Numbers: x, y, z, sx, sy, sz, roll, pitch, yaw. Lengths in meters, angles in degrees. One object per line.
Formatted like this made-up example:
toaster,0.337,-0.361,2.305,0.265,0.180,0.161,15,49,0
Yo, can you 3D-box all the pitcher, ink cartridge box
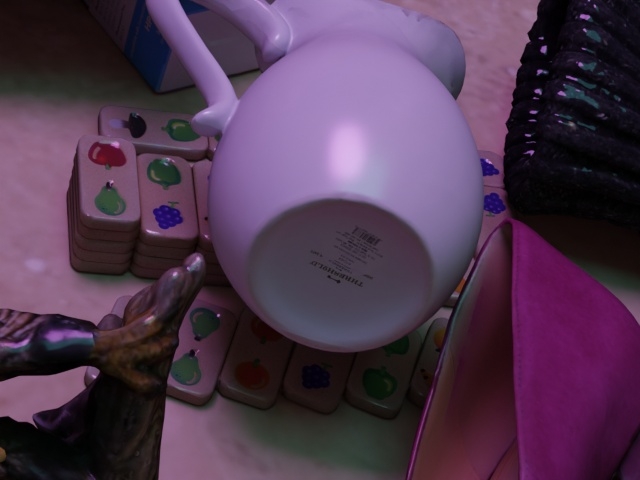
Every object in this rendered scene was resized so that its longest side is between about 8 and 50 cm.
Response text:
pitcher,-0.010,-0.052,0.781,0.178,0.125,0.207,23,32,-12
ink cartridge box,-0.094,-0.174,0.956,0.104,0.060,0.180,-20,57,-35

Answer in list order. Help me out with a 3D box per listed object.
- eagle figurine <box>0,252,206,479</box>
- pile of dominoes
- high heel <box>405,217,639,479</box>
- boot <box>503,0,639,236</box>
eagle figurine,-0.182,0.065,0.562,0.298,0.225,0.226,0,58,-32
pile of dominoes,0.000,0.000,0.838,0.251,0.040,0.196,5,45,-17
high heel,0.027,0.122,0.642,0.377,0.127,0.181,-26,83,-54
boot,0.229,-0.005,0.861,0.260,0.131,0.348,21,32,-13
